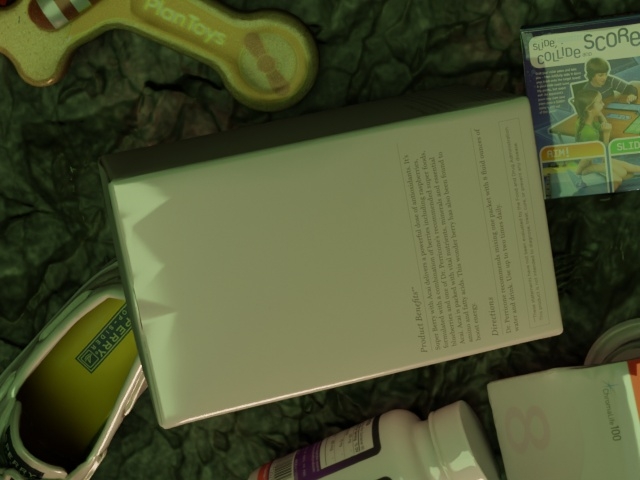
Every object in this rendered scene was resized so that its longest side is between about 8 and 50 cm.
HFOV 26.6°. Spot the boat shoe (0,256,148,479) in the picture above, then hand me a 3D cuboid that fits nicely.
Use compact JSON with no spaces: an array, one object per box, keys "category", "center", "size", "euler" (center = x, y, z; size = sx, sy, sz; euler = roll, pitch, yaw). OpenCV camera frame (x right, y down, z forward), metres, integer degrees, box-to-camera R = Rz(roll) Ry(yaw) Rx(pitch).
[{"category":"boat shoe","center":[-0.240,0.173,1.136],"size":[0.136,0.156,0.367],"euler":[41,107,-1]}]

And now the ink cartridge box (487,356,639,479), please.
[{"category":"ink cartridge box","center":[0.225,0.182,1.006],"size":[0.066,0.232,0.189],"euler":[-8,82,-25]}]

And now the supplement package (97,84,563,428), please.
[{"category":"supplement package","center":[0.000,0.000,0.992],"size":[0.293,0.175,0.177],"euler":[-12,102,-10]}]

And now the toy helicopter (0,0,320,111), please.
[{"category":"toy helicopter","center":[-0.156,-0.217,1.062],"size":[0.355,0.140,0.235],"euler":[25,98,-7]}]

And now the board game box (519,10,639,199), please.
[{"category":"board game box","center":[0.260,-0.109,1.036],"size":[0.201,0.035,0.136],"euler":[-5,103,12]}]

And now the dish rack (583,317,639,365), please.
[{"category":"dish rack","center":[0.371,0.184,1.016],"size":[0.333,0.072,0.285],"euler":[-10,85,20]}]

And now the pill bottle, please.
[{"category":"pill bottle","center":[0.045,0.204,1.115],"size":[0.194,0.108,0.108],"euler":[-25,98,16]}]
